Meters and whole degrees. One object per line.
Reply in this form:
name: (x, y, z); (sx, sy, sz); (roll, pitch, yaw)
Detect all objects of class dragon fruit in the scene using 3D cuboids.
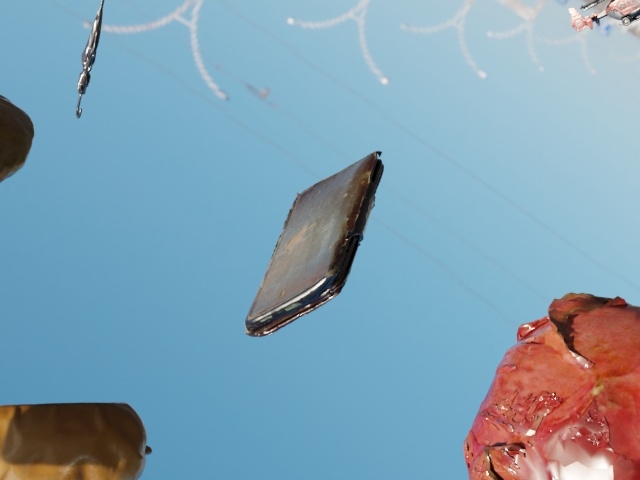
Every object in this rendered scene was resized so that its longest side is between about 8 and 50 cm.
dragon fruit: (0.278, 0.196, 1.039); (0.302, 0.295, 0.295); (27, -163, 17)

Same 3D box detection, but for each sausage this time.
sausage: (-0.351, 0.285, 1.613); (0.241, 0.120, 0.136); (-4, -106, -19)

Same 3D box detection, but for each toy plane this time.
toy plane: (0.423, -0.333, 1.676); (0.037, 0.145, 0.060); (-34, -80, -55)

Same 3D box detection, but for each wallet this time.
wallet: (0.000, 0.000, 1.158); (0.031, 0.122, 0.232); (50, -147, -20)

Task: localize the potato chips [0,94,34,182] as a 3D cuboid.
potato chips: (-0.386, -0.112, 1.154); (0.202, 0.049, 0.150); (11, -128, -8)

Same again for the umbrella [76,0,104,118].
umbrella: (-0.225, -0.177, 1.142); (0.013, 0.122, 0.022); (6, -159, -27)
